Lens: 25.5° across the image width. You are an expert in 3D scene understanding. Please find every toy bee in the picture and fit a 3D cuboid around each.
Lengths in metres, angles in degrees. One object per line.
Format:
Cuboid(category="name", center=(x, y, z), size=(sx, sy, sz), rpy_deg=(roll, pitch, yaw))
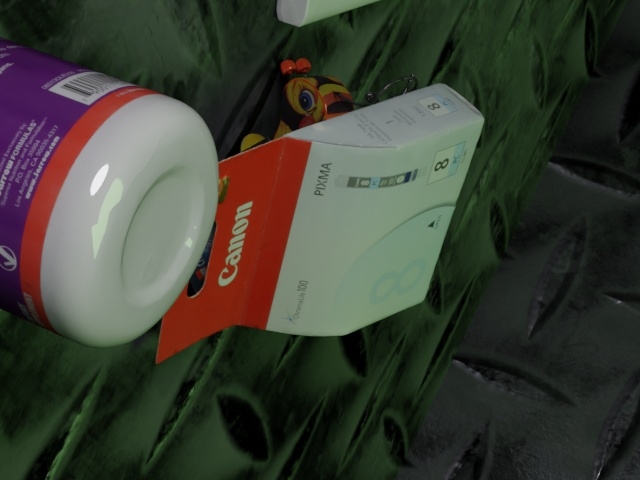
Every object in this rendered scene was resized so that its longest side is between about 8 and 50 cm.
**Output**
Cuboid(category="toy bee", center=(-0.003, -0.144, 1.793), size=(0.298, 0.162, 0.195), rpy_deg=(-44, 155, 18))

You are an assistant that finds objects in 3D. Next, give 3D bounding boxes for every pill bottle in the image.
Cuboid(category="pill bottle", center=(-0.246, -0.057, 1.017), size=(0.181, 0.323, 0.181), rpy_deg=(-50, 151, -41))

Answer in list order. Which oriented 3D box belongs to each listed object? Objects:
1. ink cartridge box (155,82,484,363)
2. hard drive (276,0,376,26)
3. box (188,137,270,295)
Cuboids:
Cuboid(category="ink cartridge box", center=(0.000, 0.000, 1.673), size=(0.385, 0.091, 0.308), rpy_deg=(-23, 143, -36))
Cuboid(category="hard drive", center=(0.062, -0.417, 1.815), size=(0.353, 0.047, 0.233), rpy_deg=(-31, 137, -57))
Cuboid(category="box", center=(-0.098, -0.006, 1.700), size=(0.159, 0.044, 0.233), rpy_deg=(-30, 148, -8))
